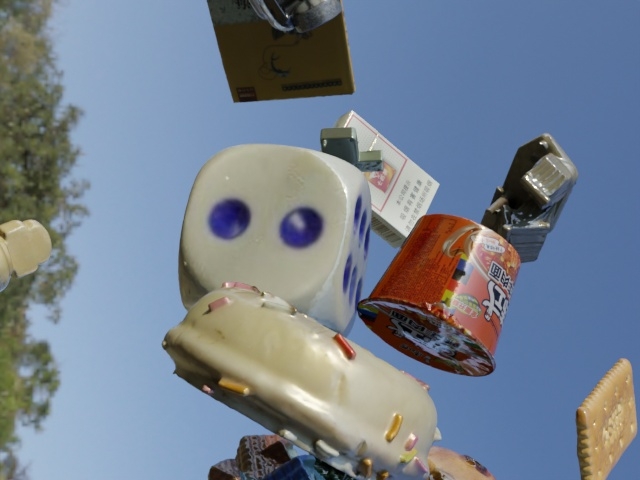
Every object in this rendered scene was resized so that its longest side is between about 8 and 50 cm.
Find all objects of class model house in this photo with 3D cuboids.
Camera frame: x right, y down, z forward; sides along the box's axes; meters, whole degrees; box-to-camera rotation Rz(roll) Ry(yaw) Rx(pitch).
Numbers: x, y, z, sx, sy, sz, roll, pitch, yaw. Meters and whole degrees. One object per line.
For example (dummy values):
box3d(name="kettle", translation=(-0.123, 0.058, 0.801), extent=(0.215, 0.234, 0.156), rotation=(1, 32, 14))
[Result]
box3d(name="model house", translation=(-0.079, 0.500, 1.871), extent=(0.251, 0.329, 0.295), rotation=(-37, -156, 9))
box3d(name="model house", translation=(0.352, -0.054, 1.582), extent=(0.122, 0.188, 0.229), rotation=(28, -55, 12))

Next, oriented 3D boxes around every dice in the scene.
box3d(name="dice", translation=(-0.077, 0.013, 1.682), extent=(0.277, 0.304, 0.304), rotation=(65, 34, -69))

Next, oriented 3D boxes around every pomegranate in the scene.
box3d(name="pomegranate", translation=(0.274, 0.610, 2.036), extent=(0.322, 0.322, 0.322), rotation=(-2, -92, 63))

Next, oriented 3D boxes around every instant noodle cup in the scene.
box3d(name="instant noodle cup", translation=(0.211, 0.085, 1.539), extent=(0.250, 0.250, 0.192), rotation=(-20, -141, 62))

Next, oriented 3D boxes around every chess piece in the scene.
box3d(name="chess piece", translation=(-0.542, 0.062, 1.208), extent=(0.117, 0.397, 0.117), rotation=(29, -49, 40))

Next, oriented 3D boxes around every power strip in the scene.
box3d(name="power strip", translation=(0.081, -0.187, 2.218), extent=(0.216, 0.145, 0.061), rotation=(77, 12, -54))

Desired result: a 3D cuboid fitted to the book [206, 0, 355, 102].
box3d(name="book", translation=(-0.085, -0.446, 1.790), extent=(0.032, 0.268, 0.389), rotation=(-80, 163, -48))

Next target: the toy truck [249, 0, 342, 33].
box3d(name="toy truck", translation=(0.059, -0.383, 1.060), extent=(0.177, 0.363, 0.178), rotation=(60, -10, -21))

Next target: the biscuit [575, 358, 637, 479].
box3d(name="biscuit", translation=(0.487, 0.312, 1.541), extent=(0.030, 0.249, 0.160), rotation=(0, -76, 35))

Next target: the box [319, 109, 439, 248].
box3d(name="box", translation=(0.141, -0.160, 2.443), extent=(0.095, 0.330, 0.210), rotation=(-26, -149, 57))

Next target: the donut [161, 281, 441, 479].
box3d(name="donut", translation=(-0.013, 0.180, 1.150), extent=(0.142, 0.382, 0.382), rotation=(-61, -154, -7))
